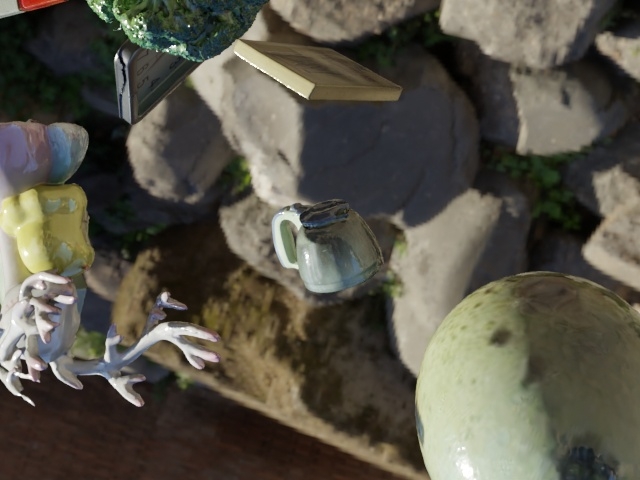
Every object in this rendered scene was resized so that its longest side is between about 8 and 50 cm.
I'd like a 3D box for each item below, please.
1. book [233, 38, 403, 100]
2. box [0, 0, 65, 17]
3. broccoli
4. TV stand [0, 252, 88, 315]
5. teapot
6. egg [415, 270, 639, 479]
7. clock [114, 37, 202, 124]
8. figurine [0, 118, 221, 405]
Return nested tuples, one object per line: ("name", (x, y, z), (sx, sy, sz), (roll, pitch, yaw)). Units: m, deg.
("book", (0.001, -0.252, 1.644), (0.161, 0.026, 0.231), (34, -156, 28))
("box", (-0.518, -0.408, 1.706), (0.245, 0.139, 0.035), (-9, -174, 14))
("broccoli", (-0.196, -0.364, 1.452), (0.270, 0.270, 0.270), (6, 145, 28))
("TV stand", (-0.390, 0.009, 1.446), (0.083, 0.269, 0.088), (-5, 132, -33))
("teapot", (0.010, -0.004, 1.447), (0.149, 0.111, 0.108), (31, 142, 63))
("egg", (0.298, 0.239, 1.443), (0.345, 0.428, 0.345), (-1, 133, -1))
("clock", (-0.245, -0.340, 1.871), (0.049, 0.279, 0.273), (41, 160, 6))
("figurine", (-0.281, 0.032, 1.149), (0.206, 0.315, 0.284), (-8, 173, -44))
